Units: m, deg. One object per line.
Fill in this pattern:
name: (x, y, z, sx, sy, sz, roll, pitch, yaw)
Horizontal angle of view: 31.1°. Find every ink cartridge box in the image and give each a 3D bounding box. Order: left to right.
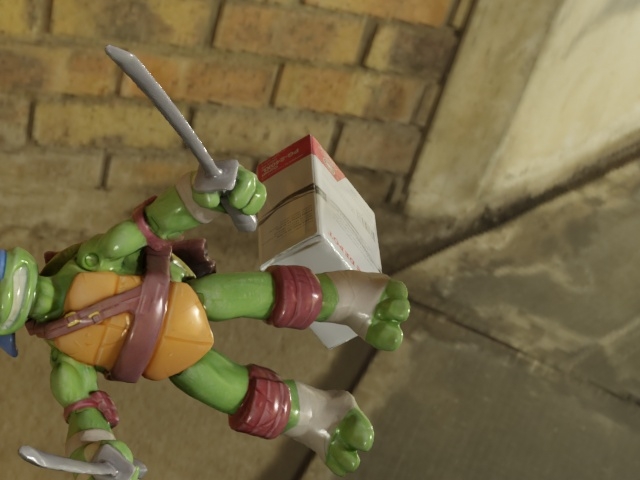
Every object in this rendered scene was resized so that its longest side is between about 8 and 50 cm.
ink cartridge box: (0.000, 0.000, 0.968, 0.109, 0.063, 0.150, 51, 20, -32)

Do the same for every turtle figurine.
turtle figurine: (-0.067, 0.063, 0.688, 0.266, 0.275, 0.197, 14, 62, -27)
